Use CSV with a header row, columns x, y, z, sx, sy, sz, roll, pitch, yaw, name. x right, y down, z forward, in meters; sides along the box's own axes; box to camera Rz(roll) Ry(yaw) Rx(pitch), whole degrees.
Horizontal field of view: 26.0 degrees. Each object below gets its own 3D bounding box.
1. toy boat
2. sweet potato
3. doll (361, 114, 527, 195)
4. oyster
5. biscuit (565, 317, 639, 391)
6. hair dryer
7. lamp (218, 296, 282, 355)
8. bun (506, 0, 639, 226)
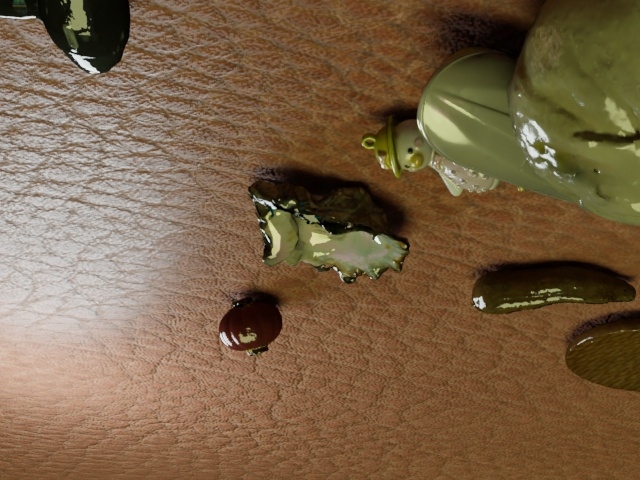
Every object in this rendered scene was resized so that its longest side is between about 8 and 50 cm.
x,y,z,sx,sy,sz,roll,pitch,yaw,name
0.207,-0.136,1.513,0.269,0.140,0.141,20,150,-26,toy boat
0.326,0.068,1.959,0.233,0.062,0.081,-4,167,12,sweet potato
0.151,-0.104,1.629,0.207,0.081,0.129,8,135,1,doll
0.001,-0.008,1.854,0.260,0.092,0.198,16,153,-38,oyster
0.510,0.176,2.152,0.262,0.037,0.262,5,153,3,biscuit
-0.335,-0.272,1.412,0.272,0.091,0.235,5,144,11,hair dryer
-0.108,0.132,2.147,0.101,0.090,0.101,-21,-178,1,lamp
0.365,-0.124,1.328,0.365,0.219,0.365,1,141,0,bun
